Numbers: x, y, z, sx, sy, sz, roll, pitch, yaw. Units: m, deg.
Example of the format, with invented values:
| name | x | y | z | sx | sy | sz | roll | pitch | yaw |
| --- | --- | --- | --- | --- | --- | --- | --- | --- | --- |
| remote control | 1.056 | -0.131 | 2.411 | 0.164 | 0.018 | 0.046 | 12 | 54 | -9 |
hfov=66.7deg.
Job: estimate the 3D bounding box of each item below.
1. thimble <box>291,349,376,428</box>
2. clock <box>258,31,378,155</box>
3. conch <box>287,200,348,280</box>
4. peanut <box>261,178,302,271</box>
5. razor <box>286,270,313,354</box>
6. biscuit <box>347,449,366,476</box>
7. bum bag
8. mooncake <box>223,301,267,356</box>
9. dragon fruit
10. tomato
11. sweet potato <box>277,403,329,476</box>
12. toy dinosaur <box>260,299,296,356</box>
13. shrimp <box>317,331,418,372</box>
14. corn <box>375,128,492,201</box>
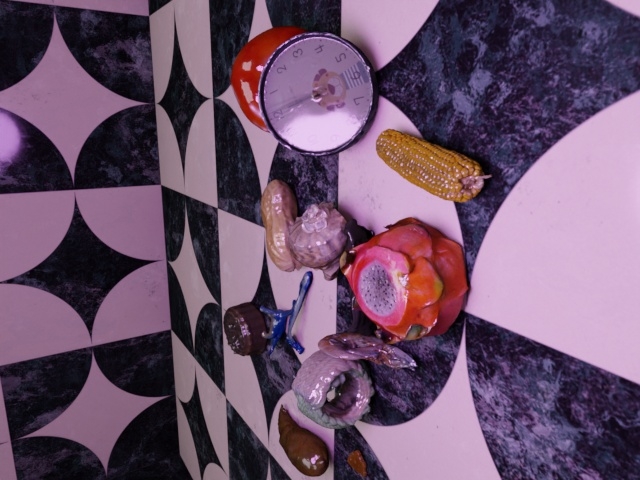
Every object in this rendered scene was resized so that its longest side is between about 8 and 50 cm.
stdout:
| name | x | y | z | sx | sy | sz | roll | pitch | yaw |
| --- | --- | --- | --- | --- | --- | --- | --- | --- | --- |
| thimble | 0.036 | 0.418 | 1.374 | 0.150 | 0.219 | 0.218 | 6 | 102 | 59 |
| clock | -0.009 | -0.367 | 1.232 | 0.313 | 0.061 | 0.312 | 3 | 103 | 13 |
| conch | -0.016 | 0.000 | 1.359 | 0.291 | 0.159 | 0.210 | 94 | 164 | -45 |
| peanut | -0.123 | -0.052 | 1.605 | 0.149 | 0.149 | 0.312 | -35 | 62 | 56 |
| razor | -0.077 | 0.246 | 1.670 | 0.093 | 0.056 | 0.323 | 39 | 127 | 41 |
| biscuit | 0.113 | 0.688 | 1.504 | 0.092 | 0.016 | 0.082 | -32 | 75 | 57 |
| bum bag | 0.113 | 0.098 | 1.277 | 0.080 | 0.142 | 0.326 | 2 | 105 | 26 |
| mooncake | -0.318 | 0.374 | 2.030 | 0.228 | 0.124 | 0.228 | 19 | 113 | 54 |
| dragon fruit | 0.177 | 0.098 | 1.097 | 0.291 | 0.190 | 0.290 | 20 | 114 | 56 |
| tomato | -0.110 | -0.455 | 1.393 | 0.226 | 0.299 | 0.298 | -70 | -20 | -77 |
| sweet potato | -0.076 | 0.715 | 1.727 | 0.423 | 0.131 | 0.130 | -170 | 74 | -68 |
| toy dinosaur | -0.144 | 0.326 | 1.796 | 0.188 | 0.075 | 0.247 | 9 | 99 | 47 |
| shrimp | 0.114 | 0.294 | 1.277 | 0.317 | 0.164 | 0.062 | 7 | 103 | 51 |
| corn | 0.226 | -0.161 | 1.046 | 0.310 | 0.102 | 0.101 | 37 | 127 | 47 |
